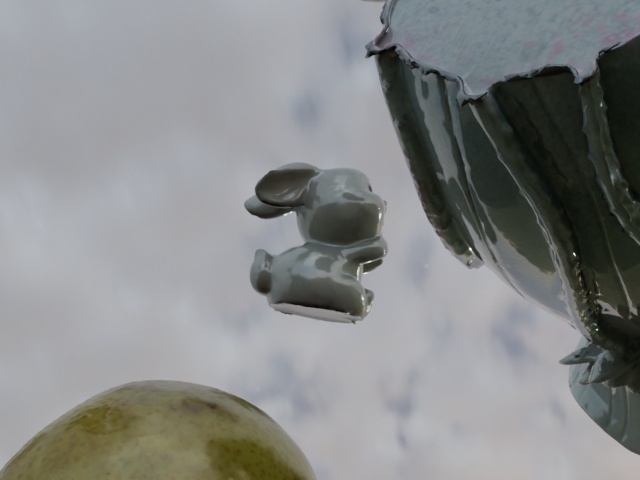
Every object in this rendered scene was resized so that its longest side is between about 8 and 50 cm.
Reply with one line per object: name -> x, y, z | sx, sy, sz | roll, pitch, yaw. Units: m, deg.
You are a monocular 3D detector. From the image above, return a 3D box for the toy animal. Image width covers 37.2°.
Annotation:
toy animal -> -0.006, 0.004, 1.168 | 0.178, 0.193, 0.127 | 2, -12, -5

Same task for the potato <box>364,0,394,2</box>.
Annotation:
potato -> 0.086, -0.341, 1.026 | 0.235, 0.178, 0.160 | -2, -19, 1

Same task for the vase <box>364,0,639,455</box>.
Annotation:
vase -> 0.212, -0.022, 0.645 | 0.250, 0.250, 0.445 | -26, -46, 11

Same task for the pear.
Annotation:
pear -> -0.108, 0.188, 0.583 | 0.209, 0.209, 0.209 | -7, -47, -7
